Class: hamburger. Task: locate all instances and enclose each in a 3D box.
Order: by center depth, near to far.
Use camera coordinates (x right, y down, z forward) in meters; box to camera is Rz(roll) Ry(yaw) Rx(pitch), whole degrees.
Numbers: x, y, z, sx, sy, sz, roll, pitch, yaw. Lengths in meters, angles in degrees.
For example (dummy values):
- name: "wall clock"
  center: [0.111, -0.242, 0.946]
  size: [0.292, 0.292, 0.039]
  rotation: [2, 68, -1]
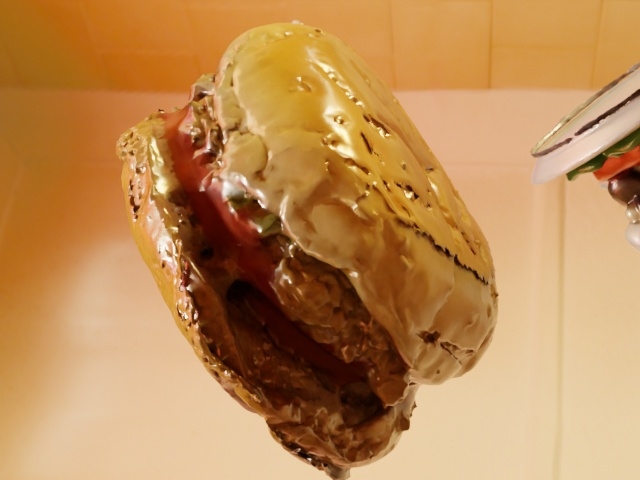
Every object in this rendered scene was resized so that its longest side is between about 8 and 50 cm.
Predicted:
- name: "hamburger"
  center: [0.000, 0.000, 0.693]
  size: [0.163, 0.244, 0.244]
  rotation: [-34, -124, 6]

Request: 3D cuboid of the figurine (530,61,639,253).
- name: "figurine"
  center: [0.184, -0.013, 0.528]
  size: [0.132, 0.132, 0.153]
  rotation: [-38, -88, -19]

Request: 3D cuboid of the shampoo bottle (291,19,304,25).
- name: "shampoo bottle"
  center: [-0.070, -0.167, 1.406]
  size: [0.074, 0.074, 0.192]
  rotation: [39, -81, 28]
